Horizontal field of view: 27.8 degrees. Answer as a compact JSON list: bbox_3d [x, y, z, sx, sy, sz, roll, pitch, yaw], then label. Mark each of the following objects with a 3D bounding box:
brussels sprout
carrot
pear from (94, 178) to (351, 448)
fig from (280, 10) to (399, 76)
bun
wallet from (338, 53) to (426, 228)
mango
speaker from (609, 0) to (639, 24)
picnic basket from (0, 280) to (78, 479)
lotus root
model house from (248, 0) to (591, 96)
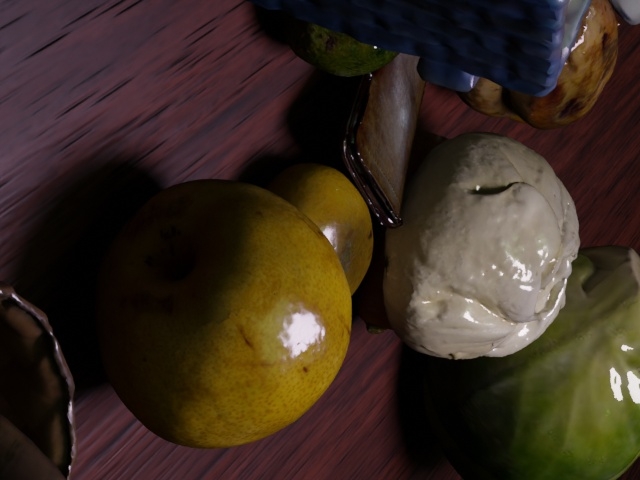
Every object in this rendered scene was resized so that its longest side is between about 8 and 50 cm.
[{"bbox_3d":[0.281,0.159,1.561,0.355,0.289,0.281,-44,160,30],"label":"brussels sprout"},{"bbox_3d":[0.088,-0.007,1.398,0.067,0.067,0.225,13,90,-61],"label":"carrot"},{"bbox_3d":[-0.074,0.063,1.011,0.209,0.209,0.208,-34,132,-50],"label":"pear"},{"bbox_3d":[0.021,-0.207,1.167,0.156,0.123,0.123,-156,-100,-80],"label":"fig"},{"bbox_3d":[0.182,0.010,1.342,0.259,0.160,0.259,-19,113,-55],"label":"bun"},{"bbox_3d":[0.072,-0.152,1.278,0.137,0.031,0.255,61,35,-46],"label":"wallet"},{"bbox_3d":[0.000,0.000,1.217,0.195,0.098,0.137,12,89,-66],"label":"mango"},{"bbox_3d":[0.392,-0.398,1.470,0.183,0.184,0.406,54,26,-9],"label":"speaker"},{"bbox_3d":[-0.221,0.169,0.688,0.337,0.337,0.293,-43,138,-44],"label":"picnic basket"},{"bbox_3d":[0.221,-0.211,1.406,0.291,0.193,0.193,50,59,-71],"label":"lotus root"},{"bbox_3d":[0.052,-0.342,0.928,0.445,0.395,0.400,-59,161,-48],"label":"model house"}]
